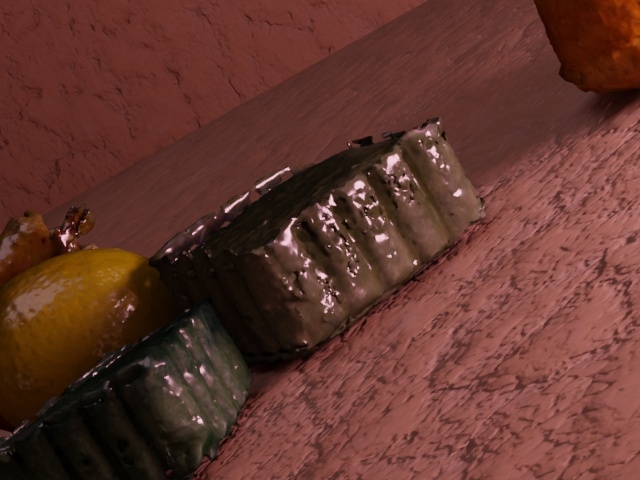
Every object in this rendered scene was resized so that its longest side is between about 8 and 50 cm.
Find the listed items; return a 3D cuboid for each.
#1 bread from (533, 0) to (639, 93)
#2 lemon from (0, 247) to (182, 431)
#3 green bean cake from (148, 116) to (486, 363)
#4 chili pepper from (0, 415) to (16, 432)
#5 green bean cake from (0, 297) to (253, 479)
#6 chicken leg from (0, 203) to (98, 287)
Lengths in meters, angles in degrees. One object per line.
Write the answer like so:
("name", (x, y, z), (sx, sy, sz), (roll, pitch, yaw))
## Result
("bread", (0.346, -0.272, 1.836), (0.312, 0.172, 0.312), (-33, 12, 8))
("lemon", (-0.222, 0.097, 1.807), (0.248, 0.184, 0.184), (-23, 8, -10))
("green bean cake", (0.000, 0.000, 1.723), (0.255, 0.132, 0.241), (-36, 10, -27))
("chili pepper", (-0.260, 0.147, 2.011), (0.368, 0.091, 0.137), (-15, 0, 40))
("green bean cake", (-0.161, 0.149, 1.571), (0.193, 0.107, 0.208), (-33, 8, 18))
("chicken leg", (-0.369, 0.135, 1.909), (0.153, 0.201, 0.429), (22, 70, 42))
